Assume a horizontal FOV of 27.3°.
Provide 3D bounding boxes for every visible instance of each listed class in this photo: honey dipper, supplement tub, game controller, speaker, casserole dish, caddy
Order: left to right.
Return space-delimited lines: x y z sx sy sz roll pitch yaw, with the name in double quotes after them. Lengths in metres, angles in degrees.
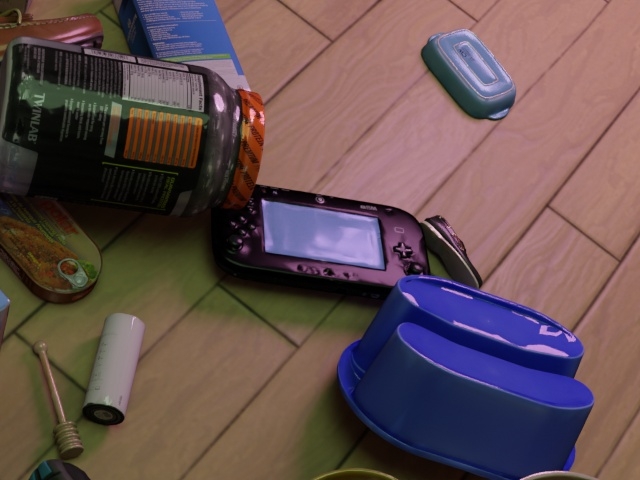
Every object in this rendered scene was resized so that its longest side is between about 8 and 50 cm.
-0.327 0.193 1.628 0.030 0.030 0.161 -8 57 -25 "honey dipper"
-0.259 0.160 1.657 0.055 0.055 0.136 16 53 -10 "speaker"
-0.256 -0.143 1.735 0.338 0.207 0.207 8 55 -18 "supplement tub"
0.000 0.000 1.857 0.319 0.067 0.166 9 55 -16 "game controller"
0.193 0.196 1.734 0.341 0.179 0.241 20 29 -7 "caddy"
0.249 -0.281 2.161 0.114 0.037 0.188 -23 67 -32 "casserole dish"

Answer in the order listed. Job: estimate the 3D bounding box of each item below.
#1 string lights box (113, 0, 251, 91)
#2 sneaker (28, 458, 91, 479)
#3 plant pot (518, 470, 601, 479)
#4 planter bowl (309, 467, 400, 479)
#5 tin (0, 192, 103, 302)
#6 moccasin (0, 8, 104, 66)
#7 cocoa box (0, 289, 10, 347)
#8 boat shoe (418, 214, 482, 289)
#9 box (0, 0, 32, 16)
-0.211 -0.296 1.971 0.133 0.077 0.260 -8 61 -26 "string lights box"
-0.215 0.391 1.499 0.139 0.125 0.341 -15 63 -53 "sneaker"
0.243 0.440 1.519 0.256 0.274 0.256 10 54 -14 "plant pot"
0.039 0.389 1.579 0.217 0.090 0.217 2 68 -6 "planter bowl"
-0.368 0.002 1.735 0.106 0.040 0.190 -35 74 -31 "tin"
-0.487 -0.264 1.819 0.380 0.139 0.147 -17 73 -19 "moccasin"
-0.557 0.125 1.458 0.347 0.228 0.231 -34 74 -35 "cocoa box"
0.197 0.018 1.930 0.042 0.049 0.133 -27 69 -32 "boat shoe"
-0.452 -0.471 1.987 0.113 0.094 0.275 17 54 -9 "box"
